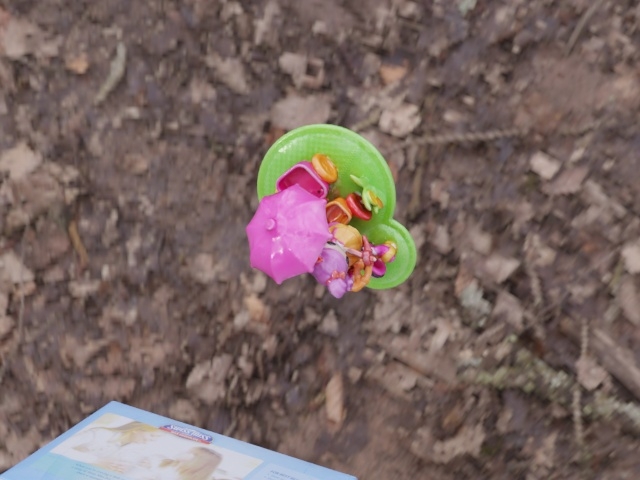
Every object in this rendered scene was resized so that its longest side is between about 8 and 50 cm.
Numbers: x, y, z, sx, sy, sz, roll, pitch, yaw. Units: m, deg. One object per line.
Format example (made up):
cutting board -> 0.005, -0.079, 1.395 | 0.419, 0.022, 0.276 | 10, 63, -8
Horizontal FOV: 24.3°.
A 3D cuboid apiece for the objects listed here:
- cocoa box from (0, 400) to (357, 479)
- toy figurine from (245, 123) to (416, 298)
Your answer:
cocoa box -> -0.161, 0.362, 1.683 | 0.347, 0.228, 0.231 | 14, 24, 24
toy figurine -> 0.000, 0.000, 1.280 | 0.173, 0.130, 0.159 | 50, 25, -7
